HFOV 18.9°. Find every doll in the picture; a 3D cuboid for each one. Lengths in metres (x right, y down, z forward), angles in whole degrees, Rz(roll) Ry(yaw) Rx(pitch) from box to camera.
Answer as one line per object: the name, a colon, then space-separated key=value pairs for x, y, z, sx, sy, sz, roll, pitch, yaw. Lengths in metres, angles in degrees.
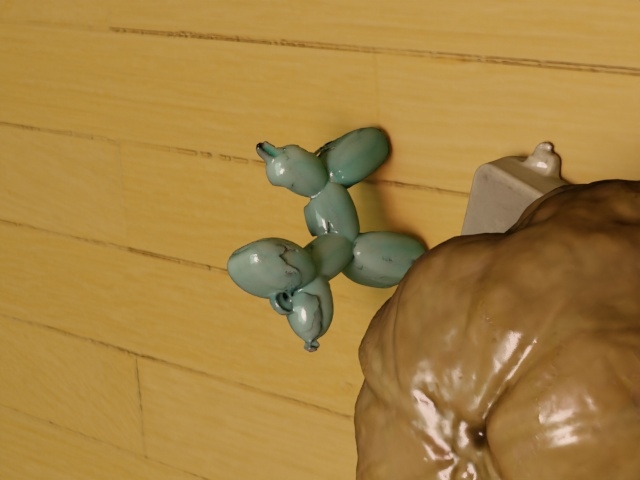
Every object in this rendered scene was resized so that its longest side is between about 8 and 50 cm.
doll: x=0.000 y=0.000 z=1.401 sx=0.059 sy=0.158 sz=0.159 roll=-23 pitch=78 yaw=51

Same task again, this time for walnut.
walnut: x=0.161 y=0.100 z=1.145 sx=0.253 sy=0.277 sz=0.282 roll=11 pitch=114 yaw=36

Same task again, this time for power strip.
power strip: x=0.139 y=0.068 z=1.344 sx=0.118 sy=0.046 sz=0.270 roll=36 pitch=126 yaw=38
